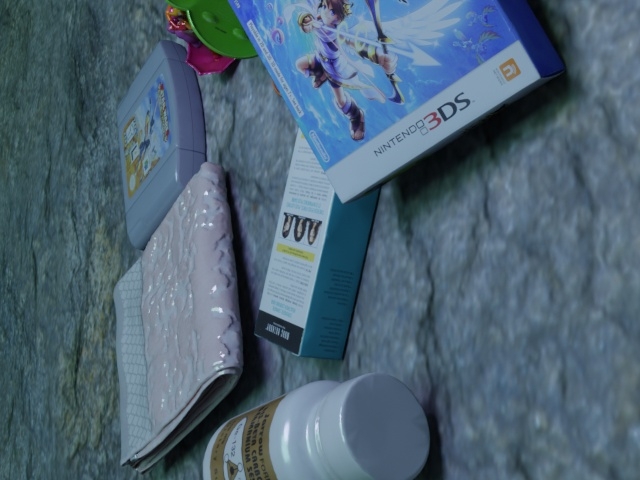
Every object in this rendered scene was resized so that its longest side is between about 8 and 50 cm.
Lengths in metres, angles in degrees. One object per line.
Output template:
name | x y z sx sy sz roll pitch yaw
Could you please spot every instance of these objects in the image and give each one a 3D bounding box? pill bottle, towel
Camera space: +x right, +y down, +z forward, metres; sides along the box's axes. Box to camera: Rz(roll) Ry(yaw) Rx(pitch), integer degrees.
pill bottle | -0.006 0.208 0.894 0.229 0.131 0.131 -33 55 47
towel | -0.203 0.108 1.259 0.317 0.053 0.331 -47 40 39

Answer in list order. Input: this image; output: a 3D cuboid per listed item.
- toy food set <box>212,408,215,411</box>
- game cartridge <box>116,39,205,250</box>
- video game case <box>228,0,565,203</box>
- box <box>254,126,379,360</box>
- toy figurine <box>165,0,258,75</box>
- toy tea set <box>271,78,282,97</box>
toy food set | -0.141 0.180 1.201 0.082 0.020 0.083 -43 48 42
game cartridge | -0.249 -0.158 1.429 0.198 0.062 0.297 -48 45 44
video game case | 0.051 -0.205 0.851 0.244 0.061 0.269 -32 87 39
box | 0.000 0.000 1.006 0.100 0.060 0.244 16 94 56
toy figurine | -0.159 -0.289 1.254 0.159 0.173 0.130 -28 41 64
toy tea set | -0.035 -0.284 1.079 0.336 0.124 0.200 42 116 52
